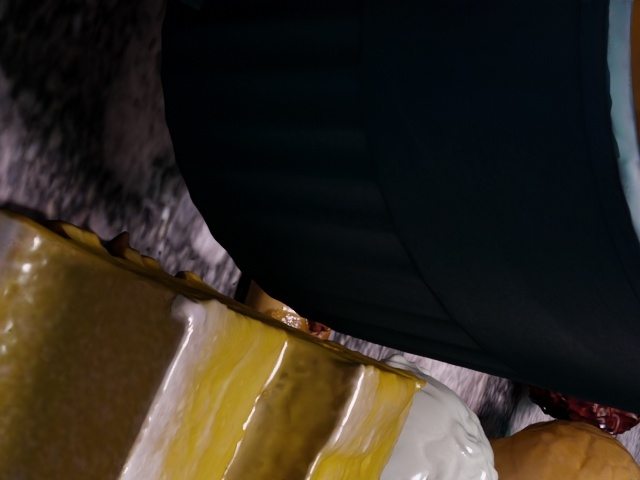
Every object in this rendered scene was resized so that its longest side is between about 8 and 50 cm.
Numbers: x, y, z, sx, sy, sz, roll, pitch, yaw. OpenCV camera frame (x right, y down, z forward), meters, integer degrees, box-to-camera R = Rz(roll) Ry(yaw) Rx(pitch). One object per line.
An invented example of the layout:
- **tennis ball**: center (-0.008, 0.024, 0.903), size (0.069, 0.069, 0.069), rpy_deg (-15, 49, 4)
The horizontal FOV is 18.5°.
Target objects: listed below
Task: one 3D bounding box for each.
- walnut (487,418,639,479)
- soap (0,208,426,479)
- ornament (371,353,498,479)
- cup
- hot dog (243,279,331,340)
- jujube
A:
- **walnut**: center (0.164, 0.206, 1.413), size (0.206, 0.159, 0.159), rpy_deg (24, 85, -76)
- **soap**: center (-0.093, 0.144, 0.747), size (0.281, 0.143, 0.259), rpy_deg (-65, 159, -1)
- **ornament**: center (0.013, 0.178, 0.973), size (0.130, 0.120, 0.285), rpy_deg (-11, 134, -21)
- **cup**: center (0.077, -0.058, 0.660), size (0.307, 0.292, 0.242), rpy_deg (-10, 99, -28)
- **hot dog**: center (0.000, 0.000, 0.966), size (0.066, 0.047, 0.216), rpy_deg (23, 86, -67)
- **jujube**: center (0.199, 0.100, 1.494), size (0.166, 0.104, 0.104), rpy_deg (28, 82, -58)
